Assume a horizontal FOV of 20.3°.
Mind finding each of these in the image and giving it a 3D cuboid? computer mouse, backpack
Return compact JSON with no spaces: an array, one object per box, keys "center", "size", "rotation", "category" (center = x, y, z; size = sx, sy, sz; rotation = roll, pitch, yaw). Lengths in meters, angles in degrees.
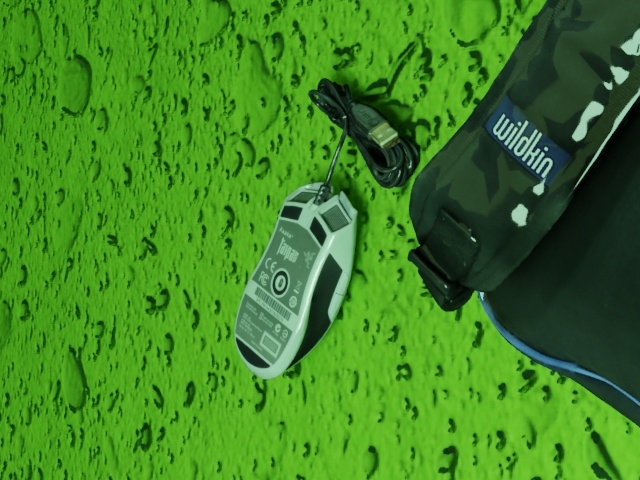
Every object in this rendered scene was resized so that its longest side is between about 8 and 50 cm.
[{"center":[0.000,0.000,1.148],"size":[0.106,0.042,0.193],"rotation":[38,110,46],"category":"computer mouse"},{"center":[0.210,-0.042,0.700],"size":[0.276,0.213,0.263],"rotation":[31,116,38],"category":"backpack"}]
